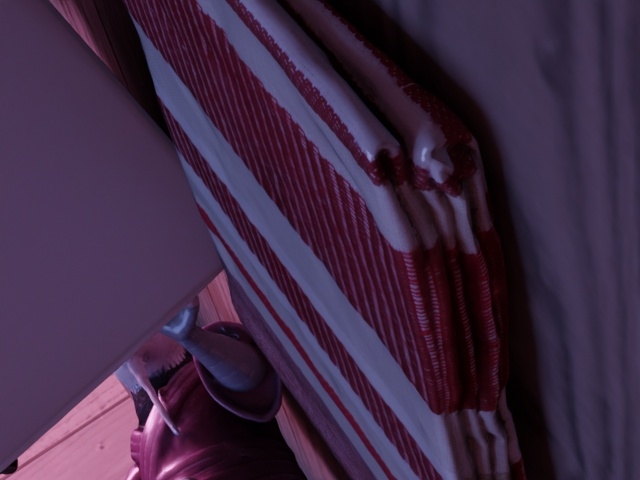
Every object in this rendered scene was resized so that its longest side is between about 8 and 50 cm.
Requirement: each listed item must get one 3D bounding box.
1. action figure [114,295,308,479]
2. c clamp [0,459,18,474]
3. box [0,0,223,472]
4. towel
[{"bbox_3d":[-0.036,0.166,1.026,0.275,0.248,0.370,10,-137,-41],"label":"action figure"},{"bbox_3d":[-0.218,0.080,0.945,0.161,0.022,0.137,50,174,-27],"label":"c clamp"},{"bbox_3d":[-0.224,-0.086,0.838,0.345,0.168,0.215,49,173,-19],"label":"box"},{"bbox_3d":[0.000,0.000,0.621,0.237,0.037,0.329,51,166,36],"label":"towel"}]
